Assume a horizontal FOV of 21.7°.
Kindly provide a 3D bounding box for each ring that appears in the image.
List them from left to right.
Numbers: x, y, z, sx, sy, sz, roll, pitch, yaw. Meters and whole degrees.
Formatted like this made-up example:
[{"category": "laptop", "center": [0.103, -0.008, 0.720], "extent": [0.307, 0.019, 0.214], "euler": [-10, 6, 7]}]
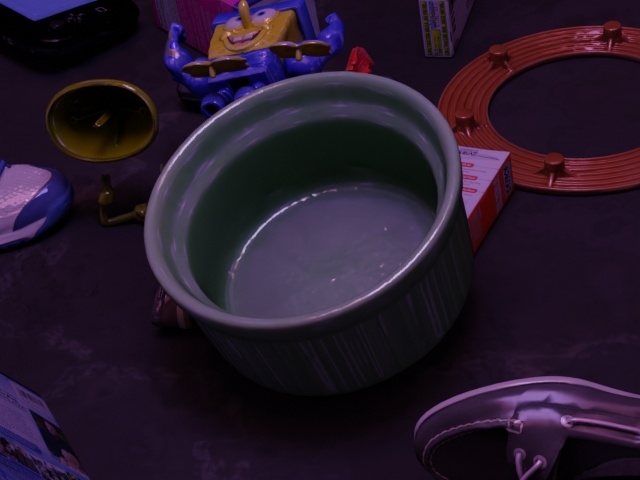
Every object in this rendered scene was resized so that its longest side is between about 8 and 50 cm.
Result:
[{"category": "ring", "center": [0.295, -0.160, 1.864], "extent": [0.336, 0.032, 0.337], "euler": [-6, 37, 4]}]

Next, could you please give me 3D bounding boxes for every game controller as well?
[{"category": "game controller", "center": [-0.382, -0.317, 2.203], "extent": [0.166, 0.067, 0.319], "euler": [-33, 43, -28]}]

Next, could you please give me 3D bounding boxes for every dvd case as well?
[{"category": "dvd case", "center": [-0.269, 0.174, 1.444], "extent": [0.022, 0.180, 0.253], "euler": [-48, 41, 5]}]

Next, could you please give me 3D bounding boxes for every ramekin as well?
[{"category": "ramekin", "center": [0.000, 0.000, 1.572], "extent": [0.303, 0.148, 0.303], "euler": [-11, 49, 13]}]

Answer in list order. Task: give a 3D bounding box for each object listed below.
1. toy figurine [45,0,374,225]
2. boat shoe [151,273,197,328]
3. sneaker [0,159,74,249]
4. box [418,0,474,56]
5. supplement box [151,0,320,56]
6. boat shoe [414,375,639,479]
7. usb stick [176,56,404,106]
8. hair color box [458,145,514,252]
[{"category": "toy figurine", "center": [-0.088, -0.166, 1.802], "extent": [0.362, 0.191, 0.217], "euler": [-10, 35, 21]}, {"category": "boat shoe", "center": [-0.147, 0.030, 1.694], "extent": [0.049, 0.056, 0.152], "euler": [-2, 37, 2]}, {"category": "sneaker", "center": [-0.422, -0.062, 1.821], "extent": [0.296, 0.131, 0.112], "euler": [-4, 35, 6]}, {"category": "box", "center": [0.162, -0.326, 2.047], "extent": [0.036, 0.114, 0.207], "euler": [3, 38, 17]}, {"category": "supplement box", "center": [-0.113, -0.301, 2.080], "extent": [0.111, 0.114, 0.220], "euler": [-31, 43, -24]}, {"category": "boat shoe", "center": [0.239, 0.183, 1.355], "extent": [0.335, 0.112, 0.095], "euler": [1, 33, 9]}, {"category": "usb stick", "center": [-0.037, -0.174, 1.948], "extent": [0.278, 0.045, 0.077], "euler": [9, 40, 23]}, {"category": "hair color box", "center": [0.126, -0.031, 1.714], "extent": [0.093, 0.053, 0.167], "euler": [10, 42, 27]}]
